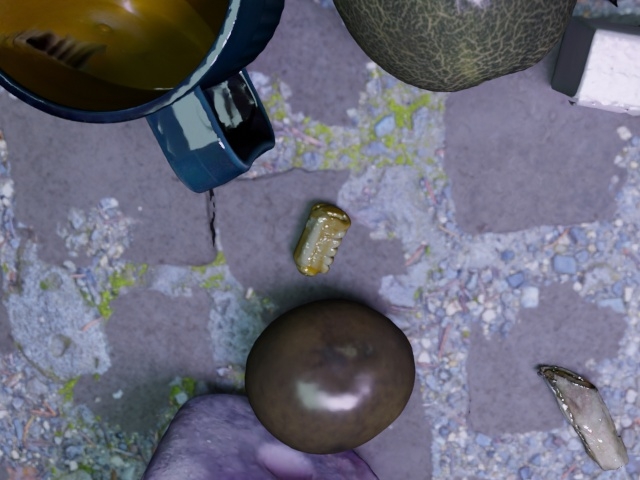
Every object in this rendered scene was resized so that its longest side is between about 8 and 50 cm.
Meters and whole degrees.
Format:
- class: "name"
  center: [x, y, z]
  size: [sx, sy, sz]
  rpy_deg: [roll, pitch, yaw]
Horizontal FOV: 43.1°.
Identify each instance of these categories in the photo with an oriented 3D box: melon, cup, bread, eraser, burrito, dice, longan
- class: "melon"
  center: [0.112, -0.290, 0.732]
  size: [0.237, 0.237, 0.301]
  rpy_deg: [-17, 99, 10]
- class: "cup"
  center: [-0.135, -0.227, 0.745]
  size: [0.308, 0.292, 0.242]
  rpy_deg: [35, 105, -5]
- class: "bread"
  center: [0.000, 0.000, 0.924]
  size: [0.049, 0.033, 0.088]
  rpy_deg: [16, 110, -13]
- class: "eraser"
  center: [0.387, -0.156, 0.797]
  size: [0.287, 0.130, 0.086]
  rpy_deg: [11, 109, 2]
- class: "burrito"
  center: [0.310, 0.203, 0.940]
  size: [0.055, 0.041, 0.149]
  rpy_deg: [-27, 100, 25]
- class: "dice"
  center: [-0.093, 0.355, 0.901]
  size: [0.270, 0.270, 0.271]
  rpy_deg: [26, 106, -2]
- class: "longan"
  center: [0.011, 0.148, 0.893]
  size: [0.187, 0.167, 0.167]
  rpy_deg: [-16, 102, 11]

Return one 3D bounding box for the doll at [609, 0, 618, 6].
- class: "doll"
  center: [0.337, -0.313, 0.800]
  size: [0.109, 0.057, 0.169]
  rpy_deg: [31, 120, -18]
